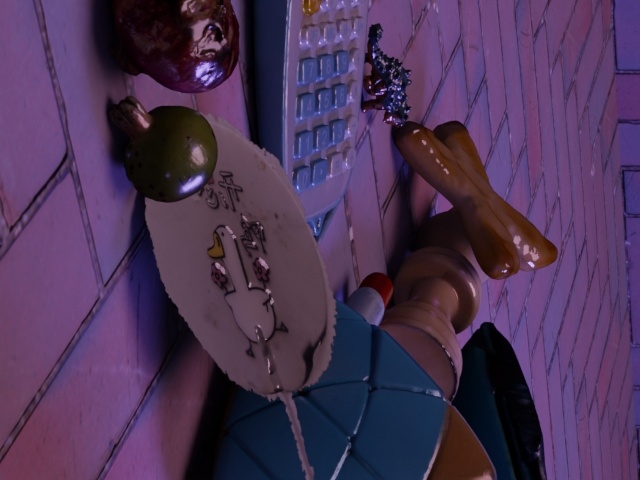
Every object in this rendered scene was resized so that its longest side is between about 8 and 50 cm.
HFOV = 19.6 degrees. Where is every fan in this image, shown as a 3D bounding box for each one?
[{"bbox_3d":[-0.038,0.093,1.416,0.233,0.012,0.415,3,67,-56],"label":"fan"}]

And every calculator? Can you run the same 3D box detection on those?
[{"bbox_3d":[0.189,0.261,2.060,0.248,0.058,0.274,116,-36,-60],"label":"calculator"},{"bbox_3d":[-0.004,-0.195,1.681,0.256,0.054,0.386,-29,121,-71],"label":"calculator"}]

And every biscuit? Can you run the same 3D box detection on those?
[{"bbox_3d":[0.174,-0.047,2.087,0.208,0.047,0.164,56,28,14],"label":"biscuit"}]

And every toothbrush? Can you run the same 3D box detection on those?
[{"bbox_3d":[0.000,0.000,1.774,0.167,0.014,0.011,-65,168,-53],"label":"toothbrush"}]

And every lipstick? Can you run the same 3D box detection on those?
[{"bbox_3d":[0.023,0.103,1.777,0.274,0.061,0.068,-56,143,-61],"label":"lipstick"}]

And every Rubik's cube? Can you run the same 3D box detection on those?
[{"bbox_3d":[0.018,0.186,1.510,0.254,0.254,0.254,2,90,-73],"label":"Rubik's cube"}]

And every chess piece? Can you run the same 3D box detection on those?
[{"bbox_3d":[0.134,0.057,2.059,0.397,0.117,0.117,-58,145,-61],"label":"chess piece"}]

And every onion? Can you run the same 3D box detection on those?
[{"bbox_3d":[-0.104,-0.151,1.302,0.107,0.097,0.107,55,15,-22],"label":"onion"}]

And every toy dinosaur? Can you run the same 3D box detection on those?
[{"bbox_3d":[0.065,-0.167,1.906,0.154,0.055,0.049,73,29,-52],"label":"toy dinosaur"}]

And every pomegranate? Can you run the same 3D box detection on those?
[{"bbox_3d":[-0.115,-0.063,1.320,0.084,0.073,0.073,9,82,-37],"label":"pomegranate"}]
